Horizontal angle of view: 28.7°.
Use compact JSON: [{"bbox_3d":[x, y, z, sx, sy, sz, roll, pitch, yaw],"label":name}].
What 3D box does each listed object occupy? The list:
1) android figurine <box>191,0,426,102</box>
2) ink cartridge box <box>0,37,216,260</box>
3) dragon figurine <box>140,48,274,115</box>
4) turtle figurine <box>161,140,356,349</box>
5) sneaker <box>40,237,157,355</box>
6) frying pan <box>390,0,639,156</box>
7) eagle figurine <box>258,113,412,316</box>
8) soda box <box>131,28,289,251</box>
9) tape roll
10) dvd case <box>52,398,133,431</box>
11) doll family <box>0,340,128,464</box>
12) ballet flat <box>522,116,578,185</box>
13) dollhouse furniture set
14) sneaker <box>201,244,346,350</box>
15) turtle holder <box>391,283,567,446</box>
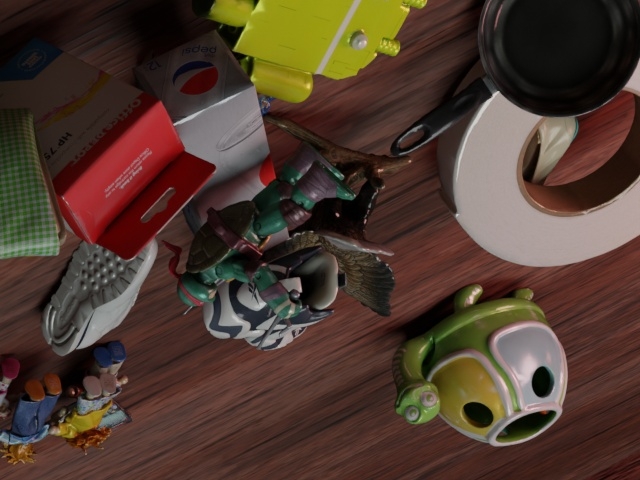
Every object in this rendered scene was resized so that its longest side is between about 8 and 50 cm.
[{"bbox_3d":[0.000,-0.260,1.321,0.273,0.056,0.248,11,118,-43],"label":"android figurine"},{"bbox_3d":[-0.227,-0.089,1.180,0.134,0.231,0.078,-49,146,-21],"label":"ink cartridge box"},{"bbox_3d":[-0.180,-0.123,1.396,0.289,0.085,0.144,-38,147,16],"label":"dragon figurine"},{"bbox_3d":[-0.070,0.009,1.282,0.234,0.175,0.118,-47,129,9],"label":"turtle figurine"},{"bbox_3d":[-0.271,0.056,1.615,0.095,0.090,0.235,-8,150,-50],"label":"sneaker"},{"bbox_3d":[0.251,-0.193,1.509,0.326,0.197,0.053,-57,-177,10],"label":"frying pan"},{"bbox_3d":[0.005,-0.005,1.620,0.225,0.226,0.298,-26,151,-44],"label":"eagle figurine"},{"bbox_3d":[-0.110,-0.086,1.335,0.098,0.091,0.286,-27,149,-11],"label":"soda box"},{"bbox_3d":[0.345,-0.135,1.678,0.392,0.072,0.392,-11,130,-13],"label":"tape roll"},{"bbox_3d":[-0.351,0.274,1.935,0.087,0.013,0.119,-27,148,1],"label":"dvd case"},{"bbox_3d":[-0.383,0.247,1.767,0.263,0.118,0.163,-4,143,-33],"label":"doll family"},{"bbox_3d":[0.280,-0.094,1.790,0.086,0.086,0.248,-5,134,-32],"label":"ballet flat"},{"bbox_3d":[-0.348,-0.126,1.053,0.198,0.301,0.151,-15,150,-15],"label":"dollhouse furniture set"},{"bbox_3d":[-0.024,0.067,1.488,0.153,0.094,0.235,-15,163,22],"label":"sneaker"},{"bbox_3d":[0.279,0.217,2.112,0.243,0.227,0.320,-38,147,20],"label":"turtle holder"}]
